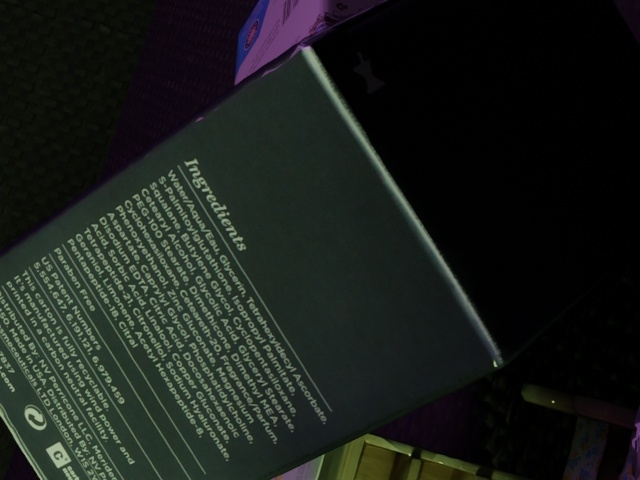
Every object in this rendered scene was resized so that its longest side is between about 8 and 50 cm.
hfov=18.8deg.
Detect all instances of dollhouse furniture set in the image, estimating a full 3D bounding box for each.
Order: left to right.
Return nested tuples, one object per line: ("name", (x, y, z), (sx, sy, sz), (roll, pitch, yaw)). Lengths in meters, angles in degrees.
("dollhouse furniture set", (0.104, 0.192, 1.197), (0.242, 0.161, 0.212), (-179, 106, -72))

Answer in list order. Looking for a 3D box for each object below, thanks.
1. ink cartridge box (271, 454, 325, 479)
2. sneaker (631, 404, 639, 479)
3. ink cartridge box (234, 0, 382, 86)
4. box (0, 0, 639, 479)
("ink cartridge box", (0.022, 0.212, 1.485), (0.176, 0.128, 0.127), (171, 114, -71))
("sneaker", (0.223, 0.137, 1.018), (0.283, 0.122, 0.110), (-62, -26, -31))
("ink cartridge box", (0.048, -0.104, 1.587), (0.198, 0.197, 0.270), (127, 154, -47))
("box", (0.000, 0.000, 1.249), (0.395, 0.212, 0.293), (-31, 2, 43))
